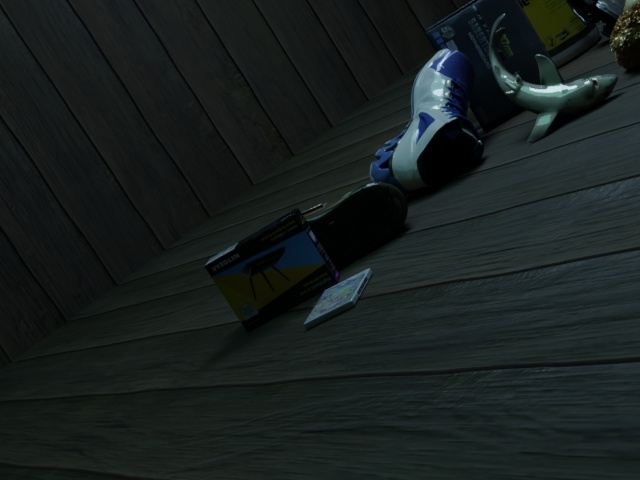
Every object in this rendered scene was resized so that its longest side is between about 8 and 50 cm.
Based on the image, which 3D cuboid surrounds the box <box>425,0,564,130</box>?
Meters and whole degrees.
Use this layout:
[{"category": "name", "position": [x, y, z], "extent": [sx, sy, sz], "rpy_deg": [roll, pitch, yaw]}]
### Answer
[{"category": "box", "position": [0.342, -0.360, 2.101], "extent": [0.183, 0.233, 0.059], "rpy_deg": [-29, 6, 13]}]

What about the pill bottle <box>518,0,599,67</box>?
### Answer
[{"category": "pill bottle", "position": [0.447, -0.539, 2.329], "extent": [0.188, 0.334, 0.188], "rpy_deg": [-32, 10, 6]}]

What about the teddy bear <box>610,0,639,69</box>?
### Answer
[{"category": "teddy bear", "position": [0.641, -0.413, 1.807], "extent": [0.338, 0.113, 0.245], "rpy_deg": [-21, 13, 46]}]

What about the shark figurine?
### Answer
[{"category": "shark figurine", "position": [0.373, -0.264, 1.866], "extent": [0.116, 0.278, 0.166], "rpy_deg": [16, -71, -52]}]

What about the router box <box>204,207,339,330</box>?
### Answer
[{"category": "router box", "position": [-0.078, 0.048, 1.741], "extent": [0.179, 0.133, 0.046], "rpy_deg": [-30, 10, 16]}]

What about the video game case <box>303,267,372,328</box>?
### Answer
[{"category": "video game case", "position": [0.027, 0.086, 1.597], "extent": [0.087, 0.011, 0.122], "rpy_deg": [-28, 11, 24]}]

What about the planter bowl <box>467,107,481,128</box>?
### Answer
[{"category": "planter bowl", "position": [0.344, -0.315, 2.231], "extent": [0.162, 0.109, 0.162], "rpy_deg": [-32, 10, 6]}]

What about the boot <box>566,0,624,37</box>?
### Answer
[{"category": "boot", "position": [0.596, -0.566, 2.239], "extent": [0.222, 0.118, 0.338], "rpy_deg": [-31, 44, -5]}]

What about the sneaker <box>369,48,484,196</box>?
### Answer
[{"category": "sneaker", "position": [0.235, -0.206, 1.962], "extent": [0.182, 0.127, 0.316], "rpy_deg": [-2, 53, 52]}]

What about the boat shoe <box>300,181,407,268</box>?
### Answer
[{"category": "boat shoe", "position": [0.000, 0.000, 1.824], "extent": [0.324, 0.123, 0.120], "rpy_deg": [-23, 6, 7]}]
